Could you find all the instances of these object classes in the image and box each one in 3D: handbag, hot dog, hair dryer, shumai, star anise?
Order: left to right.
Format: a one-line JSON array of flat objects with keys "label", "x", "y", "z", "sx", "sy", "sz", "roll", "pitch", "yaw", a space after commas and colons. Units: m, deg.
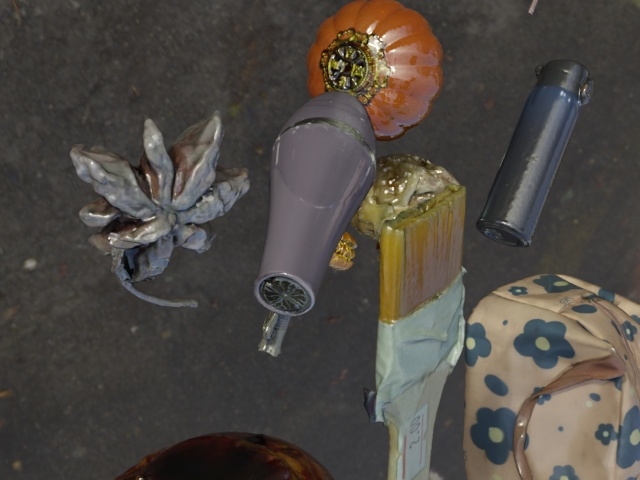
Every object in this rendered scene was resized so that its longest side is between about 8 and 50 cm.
[{"label": "star anise", "x": -0.216, "y": -0.039, "z": 1.407, "sx": 0.316, "sy": 0.139, "sz": 0.359, "roll": -46, "pitch": 141, "yaw": 15}, {"label": "hair dryer", "x": -0.028, "y": 0.034, "z": 1.139, "sx": 0.121, "sy": 0.301, "sz": 0.361, "roll": 15, "pitch": 136, "yaw": 1}, {"label": "hot dog", "x": 0.000, "y": 0.000, "z": 1.663, "sx": 0.165, "sy": 0.045, "sz": 0.071, "roll": 26, "pitch": 74, "yaw": -43}, {"label": "shumai", "x": 0.130, "y": -0.047, "z": 1.653, "sx": 0.209, "sy": 0.153, "sz": 0.161, "roll": 8, "pitch": 129, "yaw": 15}, {"label": "handbag", "x": 0.273, "y": 0.177, "z": 1.043, "sx": 0.190, "sy": 0.193, "sz": 0.252, "roll": -10, "pitch": 104, "yaw": -40}]

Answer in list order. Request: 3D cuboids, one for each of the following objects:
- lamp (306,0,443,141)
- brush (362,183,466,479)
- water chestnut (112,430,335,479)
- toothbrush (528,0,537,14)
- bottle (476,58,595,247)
[{"label": "lamp", "x": 0.083, "y": -0.262, "z": 1.503, "sx": 0.223, "sy": 0.223, "sz": 0.196, "roll": -55, "pitch": 162, "yaw": 21}, {"label": "brush", "x": 0.056, "y": 0.131, "z": 0.591, "sx": 0.085, "sy": 0.020, "sz": 0.337, "roll": -29, "pitch": 129, "yaw": -44}, {"label": "water chestnut", "x": -0.121, "y": 0.321, "z": 0.895, "sx": 0.350, "sy": 0.350, "sz": 0.302, "roll": -32, "pitch": 138, "yaw": -6}, {"label": "toothbrush", "x": 0.241, "y": -0.280, "z": 1.044, "sx": 0.006, "sy": 0.008, "sz": 0.097, "roll": 43, "pitch": 64, "yaw": -43}, {"label": "bottle", "x": 0.273, "y": -0.112, "z": 1.220, "sx": 0.072, "sy": 0.082, "sz": 0.244, "roll": 42, "pitch": 67, "yaw": -54}]
